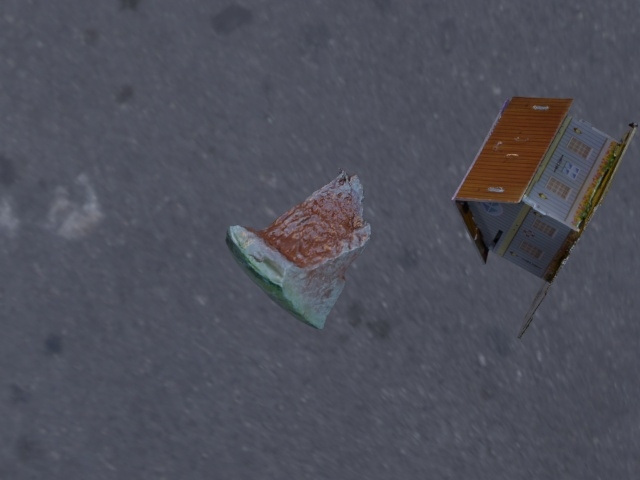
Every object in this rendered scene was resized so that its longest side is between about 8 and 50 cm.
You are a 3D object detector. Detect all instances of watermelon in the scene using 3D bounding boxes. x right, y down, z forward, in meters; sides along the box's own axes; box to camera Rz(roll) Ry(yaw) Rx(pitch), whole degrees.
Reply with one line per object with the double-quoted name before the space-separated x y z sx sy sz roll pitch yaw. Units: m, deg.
"watermelon" -0.006 0.020 1.489 0.158 0.121 0.098 -32 53 -28

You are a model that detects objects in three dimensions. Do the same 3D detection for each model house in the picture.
"model house" 0.203 -0.036 1.491 0.136 0.207 0.219 30 59 5
